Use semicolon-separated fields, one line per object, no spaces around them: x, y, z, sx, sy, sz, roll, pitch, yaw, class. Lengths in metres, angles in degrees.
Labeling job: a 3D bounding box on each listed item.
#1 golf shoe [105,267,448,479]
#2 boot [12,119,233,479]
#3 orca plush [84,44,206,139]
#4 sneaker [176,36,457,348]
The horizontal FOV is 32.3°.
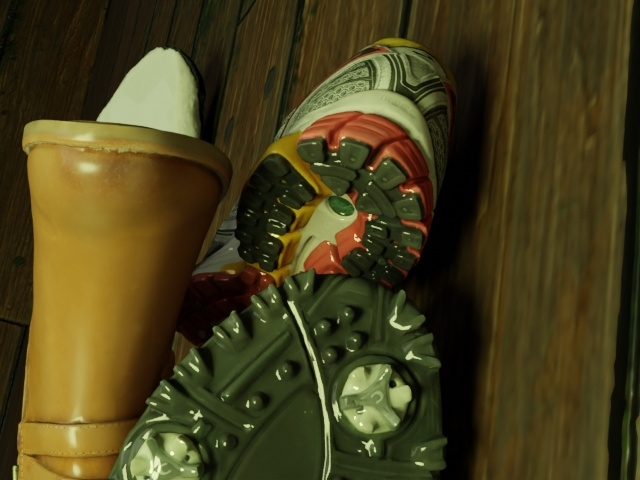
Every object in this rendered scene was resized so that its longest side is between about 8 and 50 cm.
-0.034;0.136;0.403;0.120;0.105;0.273;-58;-13;-85;golf shoe
-0.079;0.048;0.405;0.197;0.073;0.152;115;162;-73;boot
-0.143;-0.016;0.958;0.151;0.102;0.287;-6;74;23;orca plush
0.000;0.000;0.485;0.225;0.088;0.093;-49;10;54;sneaker
